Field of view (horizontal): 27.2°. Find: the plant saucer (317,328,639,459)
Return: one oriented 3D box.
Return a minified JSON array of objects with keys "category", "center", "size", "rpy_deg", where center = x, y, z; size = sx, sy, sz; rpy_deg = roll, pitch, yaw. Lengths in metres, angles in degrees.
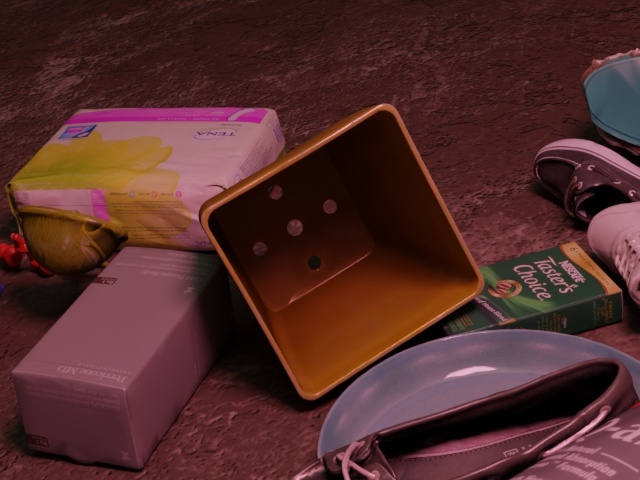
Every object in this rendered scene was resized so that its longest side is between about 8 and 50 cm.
[{"category":"plant saucer","center":[0.157,0.182,1.143],"size":[0.318,0.043,0.317],"rpy_deg":[-7,29,4]}]

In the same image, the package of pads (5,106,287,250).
[{"category":"package of pads","center":[-0.212,-0.079,1.636],"size":[0.297,0.101,0.229],"rpy_deg":[0,30,16]}]

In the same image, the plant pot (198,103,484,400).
[{"category":"plant pot","center":[0.000,0.000,1.326],"size":[0.212,0.212,0.187],"rpy_deg":[-32,15,-10]}]

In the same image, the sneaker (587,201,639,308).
[{"category":"sneaker","center":[0.332,0.024,1.302],"size":[0.115,0.090,0.232],"rpy_deg":[-7,24,-32]}]

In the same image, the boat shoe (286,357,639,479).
[{"category":"boat shoe","center":[0.094,0.170,1.040],"size":[0.335,0.095,0.112],"rpy_deg":[-14,30,-10]}]

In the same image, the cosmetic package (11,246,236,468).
[{"category":"cosmetic package","center":[-0.186,0.109,1.301],"size":[0.127,0.107,0.238],"rpy_deg":[5,29,18]}]

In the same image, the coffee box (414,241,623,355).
[{"category":"coffee box","center":[0.199,0.062,1.343],"size":[0.184,0.040,0.113],"rpy_deg":[-14,30,-9]}]

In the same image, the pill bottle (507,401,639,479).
[{"category":"pill bottle","center":[0.250,0.212,0.896],"size":[0.363,0.210,0.210],"rpy_deg":[-24,33,-26]}]

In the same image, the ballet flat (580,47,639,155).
[{"category":"ballet flat","center":[0.520,-0.155,1.585],"size":[0.409,0.147,0.147],"rpy_deg":[4,32,16]}]

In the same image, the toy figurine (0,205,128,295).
[{"category":"toy figurine","center":[-0.388,0.064,1.451],"size":[0.363,0.191,0.217],"rpy_deg":[11,64,23]}]

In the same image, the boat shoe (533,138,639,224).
[{"category":"boat shoe","center":[0.314,-0.046,1.475],"size":[0.076,0.080,0.228],"rpy_deg":[-27,42,-32]}]
